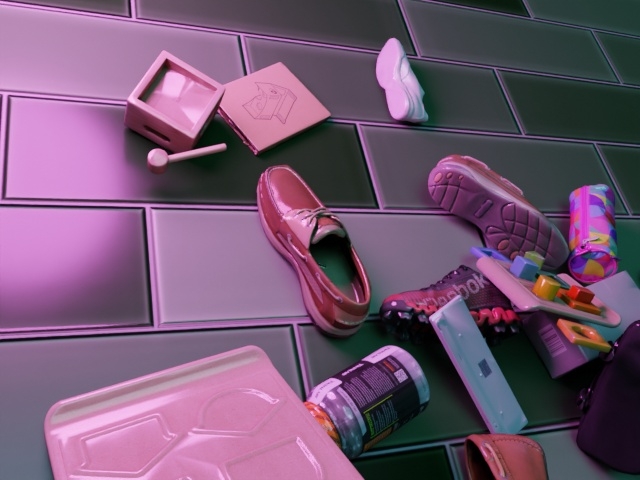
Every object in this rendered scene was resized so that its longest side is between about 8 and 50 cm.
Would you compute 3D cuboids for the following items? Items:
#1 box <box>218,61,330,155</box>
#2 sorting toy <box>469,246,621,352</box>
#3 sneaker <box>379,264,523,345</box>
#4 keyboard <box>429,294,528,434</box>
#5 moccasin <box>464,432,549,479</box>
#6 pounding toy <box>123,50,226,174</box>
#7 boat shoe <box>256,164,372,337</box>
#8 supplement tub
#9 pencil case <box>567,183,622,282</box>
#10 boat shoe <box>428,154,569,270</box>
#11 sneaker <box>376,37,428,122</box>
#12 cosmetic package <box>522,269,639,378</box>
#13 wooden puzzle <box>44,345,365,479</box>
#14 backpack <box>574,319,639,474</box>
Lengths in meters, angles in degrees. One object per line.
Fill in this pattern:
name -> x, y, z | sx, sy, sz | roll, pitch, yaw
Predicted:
box -> -0.102, -0.268, 1.242 | 0.201, 0.021, 0.164 | -33, 76, -34
sorting toy -> 0.394, 0.077, 1.072 | 0.195, 0.047, 0.348 | 11, 21, -19
sneaker -> 0.221, 0.108, 1.092 | 0.275, 0.098, 0.135 | 5, 58, -22
keyboard -> 0.264, 0.216, 1.028 | 0.072, 0.014, 0.256 | -33, 99, -27
moccasin -> 0.274, 0.457, 0.868 | 0.146, 0.139, 0.380 | 10, 56, -16
pounding toy -> -0.251, -0.191, 1.094 | 0.181, 0.094, 0.206 | 30, 62, -9
boat shoe -> 0.000, 0.000, 1.053 | 0.122, 0.120, 0.324 | -18, 68, -31
supplement tub -> 0.060, 0.245, 0.926 | 0.190, 0.117, 0.117 | -22, 70, -33
pencil case -> 0.568, -0.020, 1.302 | 0.104, 0.104, 0.236 | 28, 45, -4
boat shoe -> 0.367, -0.067, 1.253 | 0.324, 0.123, 0.116 | 38, 39, -5
sneaker -> 0.189, -0.351, 1.393 | 0.094, 0.080, 0.212 | 7, 64, -33
cosmetic package -> 0.517, 0.156, 1.185 | 0.237, 0.107, 0.127 | -12, 64, -31
wooden puzzle -> -0.143, 0.294, 0.766 | 0.321, 0.081, 0.348 | -13, 33, -27
backpack -> 0.649, 0.236, 1.086 | 0.273, 0.290, 0.355 | 29, 33, 32
